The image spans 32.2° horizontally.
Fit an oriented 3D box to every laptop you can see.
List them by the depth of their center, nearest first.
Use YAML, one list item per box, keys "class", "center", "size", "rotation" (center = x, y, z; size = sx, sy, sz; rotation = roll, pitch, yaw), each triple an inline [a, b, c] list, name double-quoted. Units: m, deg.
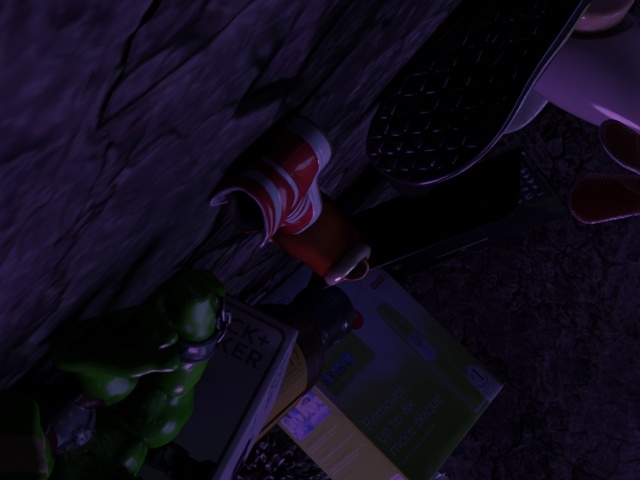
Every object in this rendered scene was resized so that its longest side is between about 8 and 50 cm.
- class: "laptop"
  center: [0.139, 0.007, 1.209]
  size: [0.234, 0.136, 0.264]
  rotation: [-21, 147, 21]

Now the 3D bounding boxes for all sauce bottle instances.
- class: "sauce bottle"
  center: [-0.067, 0.129, 1.085]
  size: [0.111, 0.111, 0.344]
  rotation: [-49, 172, 29]

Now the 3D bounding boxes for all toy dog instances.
- class: "toy dog"
  center: [0.247, -0.107, 0.984]
  size: [0.161, 0.333, 0.220]
  rotation: [-29, 147, -7]

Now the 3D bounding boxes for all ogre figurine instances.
- class: "ogre figurine"
  center: [-0.127, 0.103, 0.588]
  size: [0.197, 0.097, 0.118]
  rotation: [-60, 164, -28]

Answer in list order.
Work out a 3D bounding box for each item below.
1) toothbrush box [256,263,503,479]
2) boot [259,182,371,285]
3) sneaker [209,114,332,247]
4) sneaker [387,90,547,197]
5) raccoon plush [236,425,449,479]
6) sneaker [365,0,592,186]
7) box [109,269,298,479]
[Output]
- class: "toothbrush box"
  center: [0.047, 0.162, 1.356]
  size: [0.206, 0.283, 0.122]
  rotation: [-41, 172, -41]
- class: "boot"
  center: [0.000, 0.000, 0.821]
  size: [0.059, 0.084, 0.158]
  rotation: [-48, 177, 4]
- class: "sneaker"
  center: [-0.031, -0.019, 0.635]
  size: [0.067, 0.042, 0.118]
  rotation: [-48, 169, -22]
- class: "sneaker"
  center: [0.158, -0.134, 1.171]
  size: [0.212, 0.080, 0.094]
  rotation: [-37, -174, 23]
- class: "raccoon plush"
  center: [-0.071, 0.386, 1.349]
  size: [0.216, 0.446, 0.299]
  rotation: [79, 18, -64]
- class: "sneaker"
  center: [0.130, -0.133, 0.818]
  size: [0.234, 0.084, 0.097]
  rotation: [-48, 176, 18]
- class: "box"
  center: [-0.121, 0.182, 0.717]
  size: [0.290, 0.087, 0.169]
  rotation: [-62, 175, -25]
